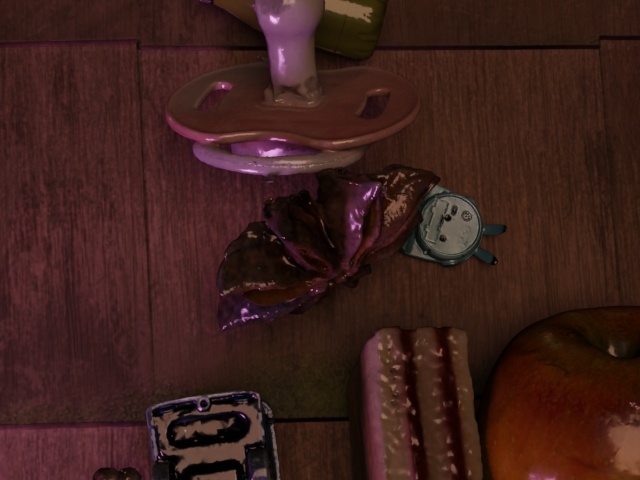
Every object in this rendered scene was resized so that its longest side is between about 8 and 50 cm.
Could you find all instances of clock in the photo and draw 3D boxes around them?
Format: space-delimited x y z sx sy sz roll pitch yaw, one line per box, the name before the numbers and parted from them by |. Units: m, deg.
clock | 0.179 -0.017 1.544 0.147 0.045 0.108 19 81 -4

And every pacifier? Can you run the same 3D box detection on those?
pacifier | -0.037 -0.195 1.437 0.332 0.220 0.273 5 86 14

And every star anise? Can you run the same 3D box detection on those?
star anise | -0.001 0.001 1.393 0.332 0.331 0.117 -25 70 -10

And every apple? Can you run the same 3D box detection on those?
apple | 0.372 0.267 1.406 0.384 0.374 0.374 -22 83 -50

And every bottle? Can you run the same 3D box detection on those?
bottle | -0.043 -0.327 1.529 0.260 0.112 0.112 15 80 -4

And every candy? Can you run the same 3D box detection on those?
candy | 0.115 0.281 1.392 0.135 0.179 0.320 1 67 -9

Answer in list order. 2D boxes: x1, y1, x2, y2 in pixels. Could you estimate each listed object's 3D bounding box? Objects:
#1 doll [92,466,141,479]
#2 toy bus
doll | -0.241 0.441 1.402 0.203 0.091 0.285 37 60 -33
toy bus | -0.117 0.347 1.367 0.152 0.190 0.312 -8 78 -1
